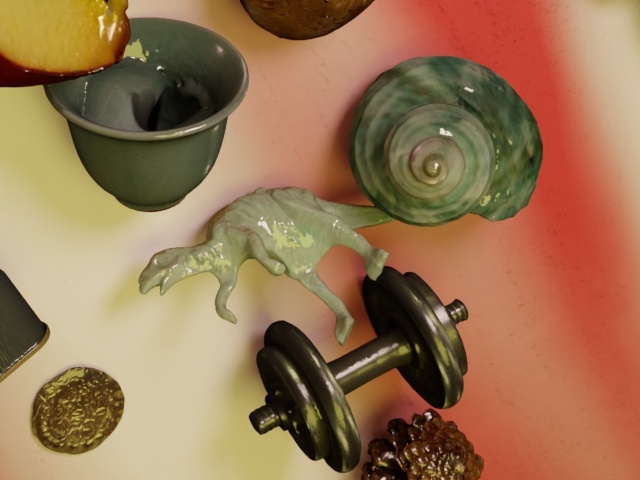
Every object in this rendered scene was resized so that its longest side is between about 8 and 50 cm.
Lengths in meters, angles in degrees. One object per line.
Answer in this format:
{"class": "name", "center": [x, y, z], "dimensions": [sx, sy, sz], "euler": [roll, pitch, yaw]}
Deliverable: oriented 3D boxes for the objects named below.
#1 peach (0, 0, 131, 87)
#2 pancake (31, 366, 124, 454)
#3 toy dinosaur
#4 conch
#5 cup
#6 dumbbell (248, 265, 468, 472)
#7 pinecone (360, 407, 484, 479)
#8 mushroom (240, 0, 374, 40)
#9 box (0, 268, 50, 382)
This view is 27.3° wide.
{"class": "peach", "center": [-0.321, -0.272, 1.143], "dimensions": [0.361, 0.201, 0.257], "euler": [49, 53, -48]}
{"class": "pancake", "center": [-0.273, 0.192, 1.479], "dimensions": [0.115, 0.011, 0.114], "euler": [-11, 116, -24]}
{"class": "toy dinosaur", "center": [0.000, 0.000, 1.457], "dimensions": [0.393, 0.205, 0.092], "euler": [-36, 152, -31]}
{"class": "conch", "center": [0.138, -0.103, 1.470], "dimensions": [0.195, 0.277, 0.220], "euler": [-37, 89, 16]}
{"class": "cup", "center": [-0.171, -0.109, 1.318], "dimensions": [0.199, 0.199, 0.150], "euler": [-17, 136, -21]}
{"class": "dumbbell", "center": [0.048, 0.146, 1.524], "dimensions": [0.290, 0.192, 0.192], "euler": [-28, 122, -16]}
{"class": "pinecone", "center": [0.122, 0.302, 1.661], "dimensions": [0.174, 0.173, 0.173], "euler": [-11, 116, -24]}
{"class": "mushroom", "center": [0.008, -0.314, 1.330], "dimensions": [0.194, 0.138, 0.231], "euler": [-8, 115, -26]}
{"class": "box", "center": [-0.384, 0.107, 1.284], "dimensions": [0.201, 0.144, 0.090], "euler": [-42, 122, -24]}
